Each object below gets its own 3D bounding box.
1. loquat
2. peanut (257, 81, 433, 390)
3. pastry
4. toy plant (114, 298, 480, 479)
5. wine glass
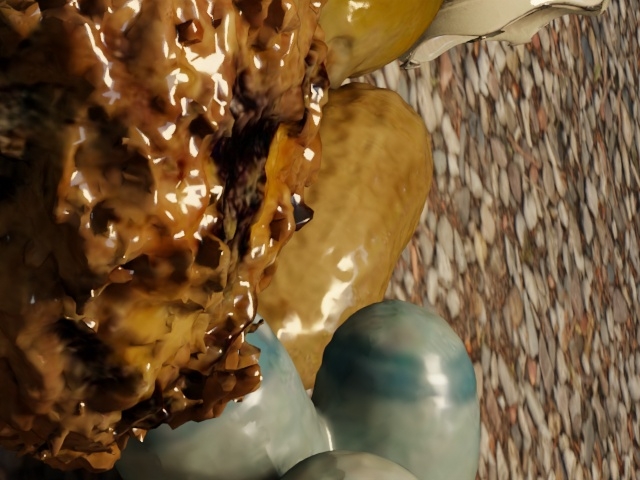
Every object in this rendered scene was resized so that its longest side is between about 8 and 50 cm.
[{"bbox_3d":[0.007,-0.170,1.025,0.152,0.152,0.195,54,27,-45],"label":"loquat"},{"bbox_3d":[0.000,0.000,0.994,0.108,0.095,0.226,-59,-175,47],"label":"peanut"},{"bbox_3d":[-0.084,-0.044,0.642,0.193,0.275,0.274,-16,96,-34],"label":"pastry"},{"bbox_3d":[-0.006,0.154,0.811,0.332,0.247,0.247,61,30,-24],"label":"toy plant"},{"bbox_3d":[0.110,-0.234,1.262,0.165,0.165,0.196,-11,87,-66],"label":"wine glass"}]
